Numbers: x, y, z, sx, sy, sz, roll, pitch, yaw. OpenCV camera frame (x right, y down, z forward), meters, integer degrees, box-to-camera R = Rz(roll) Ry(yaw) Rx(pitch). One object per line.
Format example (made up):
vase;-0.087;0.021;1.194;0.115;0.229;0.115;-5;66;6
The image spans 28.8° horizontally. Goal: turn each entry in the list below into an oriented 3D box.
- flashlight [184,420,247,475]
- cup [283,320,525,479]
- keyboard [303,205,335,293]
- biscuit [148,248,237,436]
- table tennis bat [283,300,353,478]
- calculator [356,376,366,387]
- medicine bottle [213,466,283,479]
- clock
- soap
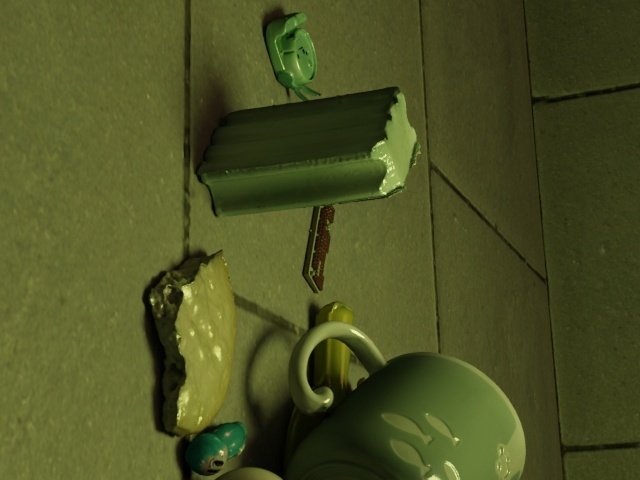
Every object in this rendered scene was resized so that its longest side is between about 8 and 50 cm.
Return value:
flashlight;-0.121;0.242;1.489;0.129;0.051;0.051;-31;110;-72
cup;0.075;0.274;1.651;0.356;0.259;0.274;55;34;1
keyboard;0.000;0.000;1.915;0.055;0.017;0.166;58;31;-44
biscuit;-0.148;0.111;1.483;0.188;0.040;0.265;59;30;-47
table tennis bat;0.006;0.264;1.796;0.224;0.054;0.368;41;49;-55
calculator;0.081;0.324;1.914;0.157;0.033;0.236;-89;169;-74
medicine bottle;-0.046;0.412;1.494;0.130;0.130;0.341;-71;145;-49
clock;-0.038;-0.275;1.894;0.101;0.041;0.135;-51;128;-62
soap;-0.011;-0.110;1.610;0.150;0.261;0.094;-72;150;-47
